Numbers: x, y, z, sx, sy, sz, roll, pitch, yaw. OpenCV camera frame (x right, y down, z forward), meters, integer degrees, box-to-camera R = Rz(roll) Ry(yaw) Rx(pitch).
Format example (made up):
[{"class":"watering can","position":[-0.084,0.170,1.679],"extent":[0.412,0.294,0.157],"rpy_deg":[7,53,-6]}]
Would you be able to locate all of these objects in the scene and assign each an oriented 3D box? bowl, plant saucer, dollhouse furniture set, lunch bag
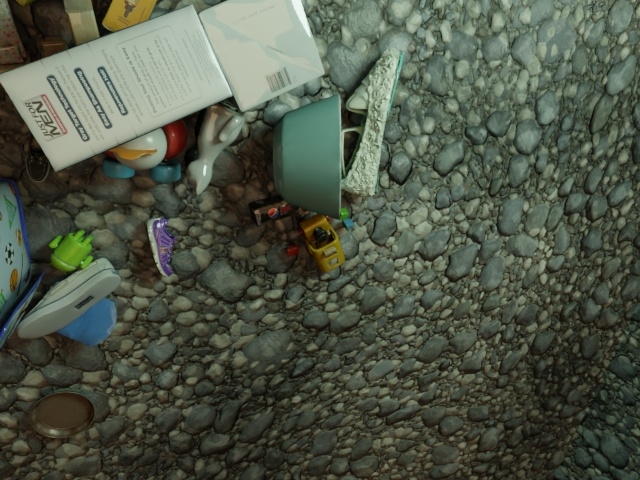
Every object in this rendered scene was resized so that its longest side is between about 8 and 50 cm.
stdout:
[{"class":"bowl","position":[-0.031,-0.209,1.150],"extent":[0.162,0.312,0.312],"rpy_deg":[1,114,0]},{"class":"plant saucer","position":[-0.747,0.501,1.322],"extent":[0.168,0.029,0.169],"rpy_deg":[-8,114,-17]},{"class":"dollhouse furniture set","position":[-0.596,-0.408,0.805],"extent":[0.355,0.174,0.303],"rpy_deg":[-14,150,-21]},{"class":"lunch bag","position":[-0.757,0.094,0.969],"extent":[0.238,0.328,0.386],"rpy_deg":[-2,112,-16]}]

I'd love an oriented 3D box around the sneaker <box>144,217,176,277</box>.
[{"class":"sneaker","position":[-0.417,0.021,1.214],"extent":[0.071,0.068,0.170],"rpy_deg":[-14,116,-21]}]

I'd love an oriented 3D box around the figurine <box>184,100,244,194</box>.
[{"class":"figurine","position":[-0.266,-0.224,1.077],"extent":[0.092,0.215,0.210],"rpy_deg":[20,106,-25]}]

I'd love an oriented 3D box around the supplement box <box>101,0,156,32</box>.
[{"class":"supplement box","position":[-0.380,-0.545,0.969],"extent":[0.078,0.080,0.234],"rpy_deg":[25,101,-27]}]

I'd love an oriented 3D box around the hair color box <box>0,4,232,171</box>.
[{"class":"hair color box","position":[-0.361,-0.280,0.840],"extent":[0.347,0.105,0.174],"rpy_deg":[-29,111,-16]}]

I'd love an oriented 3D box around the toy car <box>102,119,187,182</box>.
[{"class":"toy car","position":[-0.413,-0.221,0.991],"extent":[0.210,0.238,0.220],"rpy_deg":[4,113,-8]}]

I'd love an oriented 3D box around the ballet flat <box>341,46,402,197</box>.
[{"class":"ballet flat","position":[0.123,-0.313,1.234],"extent":[0.146,0.147,0.410],"rpy_deg":[1,112,-21]}]

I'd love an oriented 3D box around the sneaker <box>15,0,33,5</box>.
[{"class":"sneaker","position":[-0.518,-0.521,0.926],"extent":[0.208,0.081,0.094],"rpy_deg":[-30,125,-5]}]

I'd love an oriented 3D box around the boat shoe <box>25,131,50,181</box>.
[{"class":"boat shoe","position":[-0.649,-0.200,1.040],"extent":[0.049,0.040,0.142],"rpy_deg":[7,110,-23]}]

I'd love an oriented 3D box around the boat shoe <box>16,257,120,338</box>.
[{"class":"boat shoe","position":[-0.647,0.142,1.155],"extent":[0.267,0.088,0.096],"rpy_deg":[-38,154,-9]}]

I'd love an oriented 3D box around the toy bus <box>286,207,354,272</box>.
[{"class":"toy bus","position":[0.007,0.004,1.320],"extent":[0.202,0.104,0.191],"rpy_deg":[4,128,-38]}]

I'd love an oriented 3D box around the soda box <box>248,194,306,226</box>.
[{"class":"soda box","position":[-0.112,-0.097,1.279],"extent":[0.168,0.060,0.054],"rpy_deg":[-19,119,-13]}]

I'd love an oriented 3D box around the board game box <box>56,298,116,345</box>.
[{"class":"board game box","position":[-0.633,0.201,1.222],"extent":[0.168,0.033,0.133],"rpy_deg":[25,89,-7]}]

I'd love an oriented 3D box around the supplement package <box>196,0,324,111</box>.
[{"class":"supplement package","position":[-0.149,-0.430,0.998],"extent":[0.199,0.263,0.198],"rpy_deg":[-27,119,-8]}]

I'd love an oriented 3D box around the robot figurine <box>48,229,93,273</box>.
[{"class":"robot figurine","position":[-0.622,0.028,1.133],"extent":[0.101,0.067,0.115],"rpy_deg":[39,89,-20]}]
